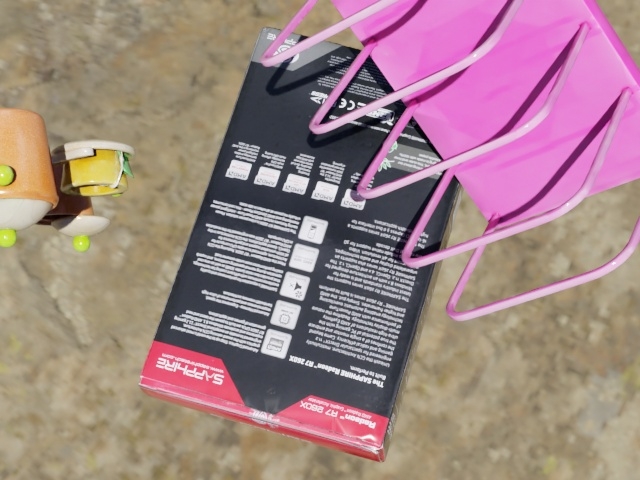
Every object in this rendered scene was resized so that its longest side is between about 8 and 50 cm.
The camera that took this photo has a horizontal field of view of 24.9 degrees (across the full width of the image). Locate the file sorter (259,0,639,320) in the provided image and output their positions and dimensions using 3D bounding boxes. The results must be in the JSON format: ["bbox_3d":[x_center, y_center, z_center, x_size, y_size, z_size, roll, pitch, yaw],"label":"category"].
[{"bbox_3d":[0.121,-0.105,1.167,0.290,0.202,0.182,53,42,-18],"label":"file sorter"}]

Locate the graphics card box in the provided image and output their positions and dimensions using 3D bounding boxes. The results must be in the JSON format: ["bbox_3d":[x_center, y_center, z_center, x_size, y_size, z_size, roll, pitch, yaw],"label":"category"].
[{"bbox_3d":[0.000,0.000,1.356,0.094,0.233,0.370,73,32,-72],"label":"graphics card box"}]

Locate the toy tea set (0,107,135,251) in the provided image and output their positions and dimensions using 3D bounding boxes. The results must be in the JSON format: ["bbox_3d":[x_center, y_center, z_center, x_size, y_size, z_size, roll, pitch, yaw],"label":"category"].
[{"bbox_3d":[-0.296,-0.038,1.445,0.336,0.200,0.124,14,70,-62],"label":"toy tea set"}]
